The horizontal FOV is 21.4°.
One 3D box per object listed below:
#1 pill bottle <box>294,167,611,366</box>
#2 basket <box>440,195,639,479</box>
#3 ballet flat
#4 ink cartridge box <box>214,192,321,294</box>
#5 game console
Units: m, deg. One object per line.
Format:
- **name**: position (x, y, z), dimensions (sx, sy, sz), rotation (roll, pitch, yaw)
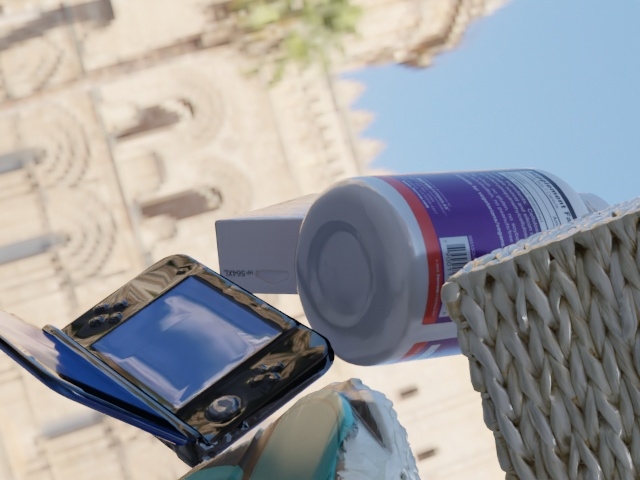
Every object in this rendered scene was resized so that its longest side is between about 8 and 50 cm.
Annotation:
- **pill bottle**: position (0.147, 0.021, 1.668), dimensions (0.181, 0.322, 0.182), rotation (7, -81, 53)
- **basket**: position (0.307, 0.109, 1.372), dimensions (0.266, 0.331, 0.328), rotation (-19, -90, 26)
- **ballet flat**: position (-0.007, 0.180, 1.054), dimensions (0.409, 0.147, 0.147), rotation (-33, -105, 65)
- **ink cartridge box**: position (0.000, 0.000, 1.873), dimensions (0.148, 0.203, 0.086), rotation (-1, -81, 31)
- **game console**: position (-0.178, 0.071, 1.551), dimensions (0.293, 0.250, 0.173), rotation (28, -33, 49)
